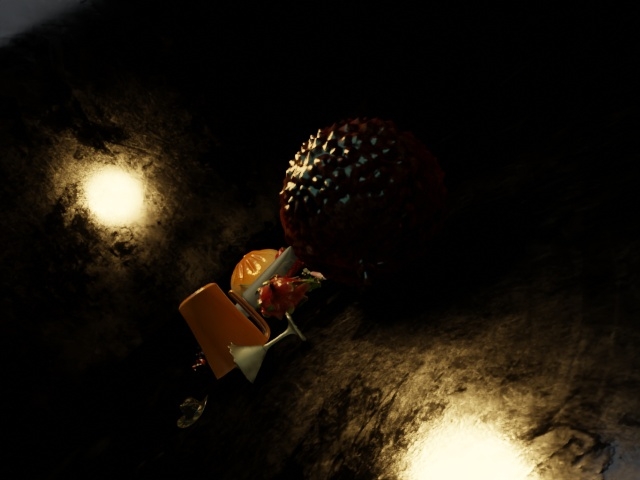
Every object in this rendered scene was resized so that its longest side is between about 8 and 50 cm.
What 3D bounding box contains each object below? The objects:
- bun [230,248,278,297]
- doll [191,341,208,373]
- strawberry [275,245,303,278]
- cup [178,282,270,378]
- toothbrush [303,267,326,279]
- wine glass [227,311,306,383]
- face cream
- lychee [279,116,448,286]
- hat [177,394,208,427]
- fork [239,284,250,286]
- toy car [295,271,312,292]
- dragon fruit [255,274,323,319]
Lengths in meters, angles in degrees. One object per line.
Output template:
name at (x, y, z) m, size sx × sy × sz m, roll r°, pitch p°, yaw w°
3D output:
bun at (-0.310, 0.137, 2.333) m, size 0.299 × 0.164 × 0.299 m, roll -35°, pitch 11°, yaw 8°
doll at (-0.412, 0.398, 1.778) m, size 0.127 × 0.088 × 0.249 m, roll -20°, pitch 14°, yaw -17°
strawberry at (-0.125, 0.097, 2.059) m, size 0.131 × 0.148 × 0.131 m, roll -11°, pitch -17°, yaw -4°
cup at (-0.273, 0.255, 1.457) m, size 0.182 × 0.264 × 0.226 m, roll -40°, pitch -5°, yaw 40°
toothbrush at (-0.022, 0.121, 1.799) m, size 0.020 × 0.025 × 0.286 m, roll -40°, pitch 11°, yaw -12°
wine glass at (-0.134, 0.274, 1.281) m, size 0.183 × 0.122 × 0.122 m, roll -33°, pitch 10°, yaw -6°
face cream at (-0.208, 0.164, 1.934) m, size 0.385 × 0.086 × 0.135 m, roll -49°, pitch -19°, yaw -3°
lychee at (0.103, -0.079, 1.222) m, size 0.425 × 0.425 × 0.499 m, roll -31°, pitch 37°, yaw 35°
hat at (-0.361, 0.464, 1.365) m, size 0.121 × 0.050 × 0.121 m, roll -39°, pitch 9°, yaw 8°
fork at (-0.280, 0.196, 2.125) m, size 0.235 × 0.021 × 0.039 m, roll 2°, pitch 33°, yaw 40°
toy car at (-0.095, 0.174, 1.706) m, size 0.165 × 0.062 × 0.071 m, roll -33°, pitch 10°, yaw 25°
dragon fruit at (-0.100, 0.169, 1.587) m, size 0.236 × 0.135 × 0.137 m, roll -18°, pitch 7°, yaw 8°
